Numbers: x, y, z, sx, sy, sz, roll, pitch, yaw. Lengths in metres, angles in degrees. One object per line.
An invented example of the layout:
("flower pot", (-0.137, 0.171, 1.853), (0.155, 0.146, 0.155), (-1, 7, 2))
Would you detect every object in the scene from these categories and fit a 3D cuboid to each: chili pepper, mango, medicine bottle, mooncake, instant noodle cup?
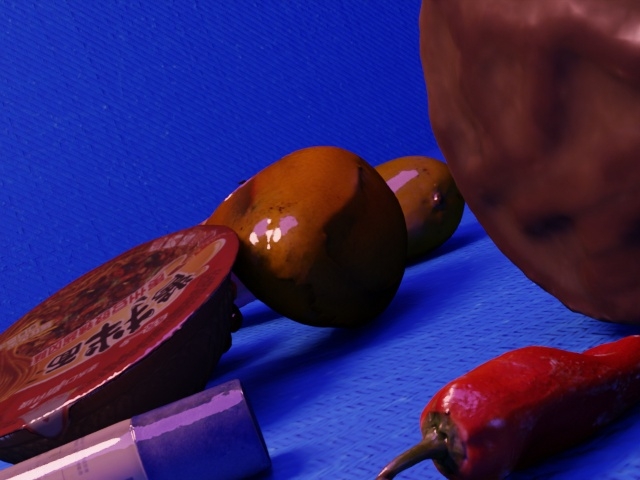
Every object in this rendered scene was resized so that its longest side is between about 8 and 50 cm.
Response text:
("chili pepper", (0.097, 0.073, 0.452), (0.191, 0.050, 0.059), (-16, -15, -35))
("mango", (0.048, -0.020, 1.154), (0.251, 0.114, 0.156), (-18, 18, 21))
("medicine bottle", (-0.145, 0.147, 0.570), (0.231, 0.059, 0.059), (-21, 6, -4))
("mooncake", (0.180, -0.095, 0.556), (0.156, 0.284, 0.284), (-24, 7, -25))
("mango", (0.000, 0.000, 0.882), (0.136, 0.166, 0.236), (-49, -7, 21))
("instant noodle cup", (-0.162, 0.099, 0.774), (0.274, 0.090, 0.274), (-25, 20, 10))

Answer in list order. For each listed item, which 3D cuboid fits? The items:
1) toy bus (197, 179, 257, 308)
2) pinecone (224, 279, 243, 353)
("toy bus", (-0.107, 0.023, 1.115), (0.274, 0.090, 0.112), (-31, 30, 38))
("pinecone", (-0.144, 0.072, 0.940), (0.140, 0.140, 0.120), (-24, -21, -25))
